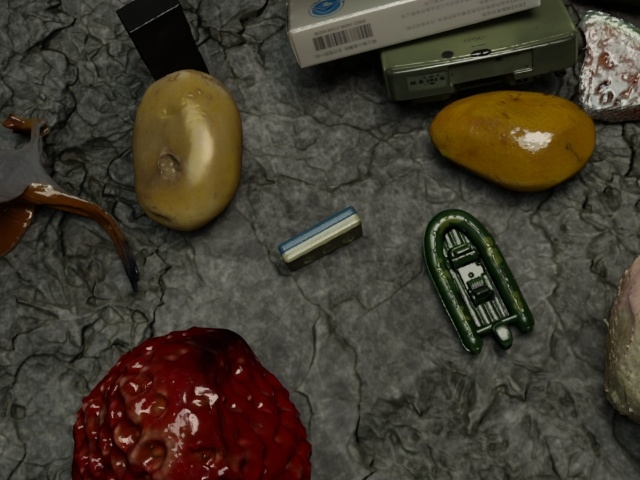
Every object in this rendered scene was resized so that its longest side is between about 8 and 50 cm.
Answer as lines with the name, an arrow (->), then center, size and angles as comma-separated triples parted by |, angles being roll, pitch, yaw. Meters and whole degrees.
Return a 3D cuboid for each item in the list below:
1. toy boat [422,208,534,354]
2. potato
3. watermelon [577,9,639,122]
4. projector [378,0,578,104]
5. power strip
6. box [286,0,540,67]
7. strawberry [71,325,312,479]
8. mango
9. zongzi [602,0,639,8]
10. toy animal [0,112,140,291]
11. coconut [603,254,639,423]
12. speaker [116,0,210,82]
toy boat -> 0.207, 0.053, 1.159 | 0.104, 0.052, 0.210 | -22, 70, 0
potato -> -0.184, -0.128, 1.222 | 0.150, 0.146, 0.233 | -8, 80, 48
watermelon -> 0.418, -0.232, 1.237 | 0.139, 0.071, 0.187 | -42, 79, -2
projector -> 0.218, -0.292, 1.245 | 0.270, 0.088, 0.193 | -10, 45, 6
power strip -> 0.000, 0.000, 1.198 | 0.123, 0.056, 0.032 | -28, 70, -4
box -> 0.122, -0.363, 1.233 | 0.344, 0.065, 0.200 | -13, 40, 8
strawberry -> -0.158, 0.241, 0.973 | 0.295, 0.345, 0.317 | 2, 70, 5
mango -> 0.265, -0.140, 1.193 | 0.227, 0.109, 0.147 | 4, 73, 9
zongzi -> 0.498, -0.451, 1.287 | 0.221, 0.112, 0.242 | 14, 64, 12
toy animal -> -0.404, -0.071, 1.234 | 0.284, 0.225, 0.302 | 1, 57, -13
coconut -> 0.486, 0.110, 1.002 | 0.297, 0.254, 0.297 | -2, 72, 6
speaker -> -0.217, -0.274, 1.234 | 0.082, 0.218, 0.044 | -32, 71, -5
